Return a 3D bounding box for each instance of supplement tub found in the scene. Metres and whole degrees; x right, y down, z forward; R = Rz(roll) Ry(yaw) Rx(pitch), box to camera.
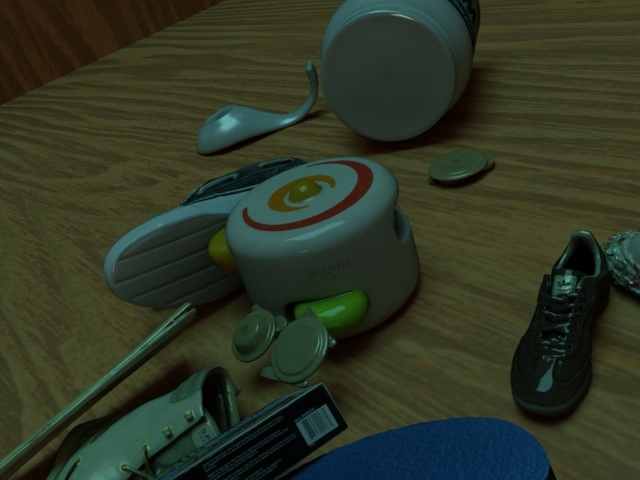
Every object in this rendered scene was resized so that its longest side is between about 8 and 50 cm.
[{"bbox_3d":[0.134,-0.321,1.125,0.235,0.235,0.325,-7,31,21],"label":"supplement tub"}]

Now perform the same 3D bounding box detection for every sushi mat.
[{"bbox_3d":[-0.242,0.170,0.626,0.316,0.019,0.151,-41,-1,-22],"label":"sushi mat"}]

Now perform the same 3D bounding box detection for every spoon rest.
[{"bbox_3d":[-0.117,-0.236,1.313,0.276,0.084,0.137,-26,25,16],"label":"spoon rest"}]

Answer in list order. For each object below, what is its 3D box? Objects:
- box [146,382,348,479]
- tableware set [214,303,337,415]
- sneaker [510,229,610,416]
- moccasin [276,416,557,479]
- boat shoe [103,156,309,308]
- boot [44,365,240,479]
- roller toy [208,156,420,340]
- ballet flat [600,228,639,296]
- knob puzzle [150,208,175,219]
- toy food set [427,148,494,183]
[{"bbox_3d":[-0.090,0.169,0.462,0.207,0.036,0.114,-28,-7,-26],"label":"box"},{"bbox_3d":[-0.062,0.130,0.635,0.141,0.020,0.168,18,73,48],"label":"tableware set"},{"bbox_3d":[0.203,0.063,0.593,0.066,0.071,0.188,1,35,32],"label":"sneaker"},{"bbox_3d":[-0.012,0.222,0.419,0.342,0.117,0.138,-25,17,0],"label":"moccasin"},{"bbox_3d":[-0.120,-0.017,0.863,0.335,0.121,0.119,-22,34,-33],"label":"boat shoe"},{"bbox_3d":[-0.146,0.196,0.549,0.165,0.077,0.213,-27,23,11],"label":"boot"},{"bbox_3d":[0.000,0.000,0.747,0.191,0.146,0.209,-37,33,-29],"label":"roller toy"},{"bbox_3d":[0.324,0.028,0.576,0.091,0.077,0.241,-26,29,-9],"label":"ballet flat"},{"bbox_3d":[-0.136,0.008,0.931,0.213,0.030,0.213,-5,40,4],"label":"knob puzzle"},{"bbox_3d":[0.187,-0.100,0.935,0.082,0.020,0.083,14,44,46],"label":"toy food set"}]
